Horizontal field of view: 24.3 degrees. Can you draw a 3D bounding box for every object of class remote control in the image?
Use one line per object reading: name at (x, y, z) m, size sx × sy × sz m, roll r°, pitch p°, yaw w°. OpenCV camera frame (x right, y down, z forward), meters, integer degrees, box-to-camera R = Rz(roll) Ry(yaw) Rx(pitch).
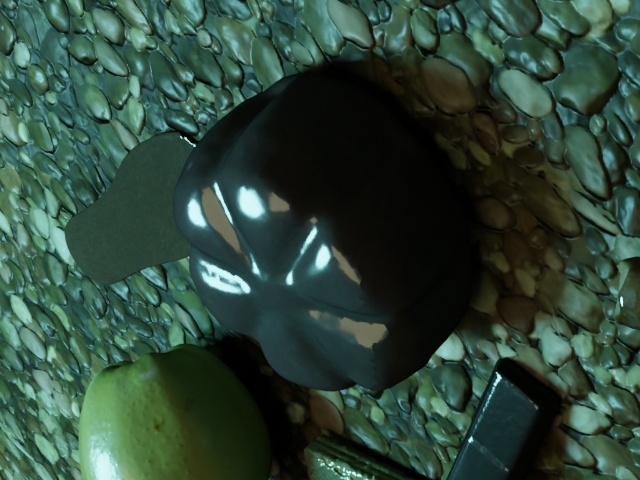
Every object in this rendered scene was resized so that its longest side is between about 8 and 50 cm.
remote control at (0.127, 0.199, 1.200) m, size 0.063 × 0.025 × 0.245 m, roll 39°, pitch 131°, yaw 28°

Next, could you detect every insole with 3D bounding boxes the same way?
insole at (-0.174, -0.020, 1.420) m, size 0.111 × 0.007 × 0.328 m, roll 57°, pitch 146°, yaw -3°

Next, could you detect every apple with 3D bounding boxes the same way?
apple at (-0.140, 0.198, 1.417) m, size 0.200 × 0.200 × 0.200 m, roll 30°, pitch 139°, yaw 30°

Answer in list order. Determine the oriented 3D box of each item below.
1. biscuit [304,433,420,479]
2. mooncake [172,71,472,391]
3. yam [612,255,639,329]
biscuit at (0.073, 0.258, 1.339) m, size 0.199 × 0.040 × 0.121 m, roll 20°, pitch 132°, yaw 38°
mooncake at (0.000, 0.000, 1.129) m, size 0.245 × 0.133 × 0.245 m, roll 28°, pitch 143°, yaw 24°
yam at (0.278, 0.049, 0.901) m, size 0.241 × 0.057 × 0.057 m, roll 13°, pitch 128°, yaw 45°
